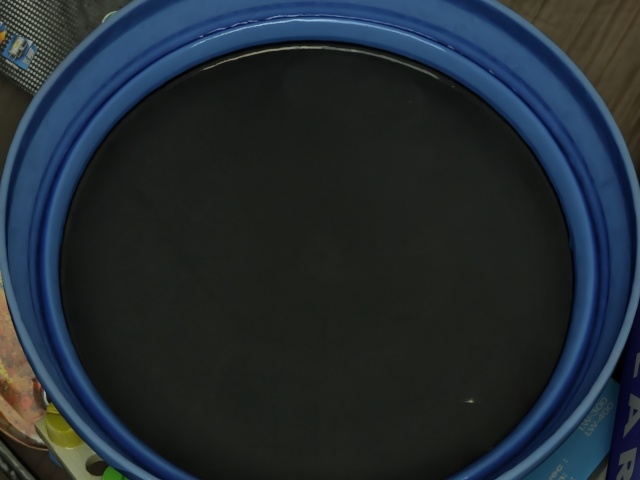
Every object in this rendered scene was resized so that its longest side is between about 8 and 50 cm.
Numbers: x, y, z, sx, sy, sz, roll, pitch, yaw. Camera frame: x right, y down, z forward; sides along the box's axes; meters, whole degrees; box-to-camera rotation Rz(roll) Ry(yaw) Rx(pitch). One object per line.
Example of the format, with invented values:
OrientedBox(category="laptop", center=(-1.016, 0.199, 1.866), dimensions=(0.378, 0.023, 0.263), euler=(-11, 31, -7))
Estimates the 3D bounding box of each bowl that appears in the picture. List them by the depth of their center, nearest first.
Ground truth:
OrientedBox(category="bowl", center=(0.000, 0.000, 0.990), dimensions=(0.391, 0.077, 0.391), euler=(1, 64, -3))

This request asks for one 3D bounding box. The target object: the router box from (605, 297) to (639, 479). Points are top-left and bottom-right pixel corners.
OrientedBox(category="router box", center=(0.341, 0.087, 0.971), dimensions=(0.301, 0.082, 0.335), euler=(15, 72, -5))

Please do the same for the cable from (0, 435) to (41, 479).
OrientedBox(category="cable", center=(-0.171, 0.205, 1.077), dimensions=(0.139, 0.072, 0.287), euler=(-40, 88, -2))

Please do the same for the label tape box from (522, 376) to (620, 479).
OrientedBox(category="label tape box", center=(0.176, 0.235, 1.038), dimensions=(0.348, 0.115, 0.249), euler=(38, 92, 1))

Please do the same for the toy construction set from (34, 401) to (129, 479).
OrientedBox(category="toy construction set", center=(-0.048, 0.235, 0.980), dimensions=(0.215, 0.151, 0.327), euler=(-9, 68, -10))

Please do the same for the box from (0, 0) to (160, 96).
OrientedBox(category="box", center=(-0.183, -0.201, 1.079), dimensions=(0.191, 0.045, 0.184), euler=(33, 100, 4))

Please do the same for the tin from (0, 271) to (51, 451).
OrientedBox(category="tin", center=(-0.201, 0.053, 1.096), dimensions=(0.106, 0.040, 0.189), euler=(-29, 89, 7))
